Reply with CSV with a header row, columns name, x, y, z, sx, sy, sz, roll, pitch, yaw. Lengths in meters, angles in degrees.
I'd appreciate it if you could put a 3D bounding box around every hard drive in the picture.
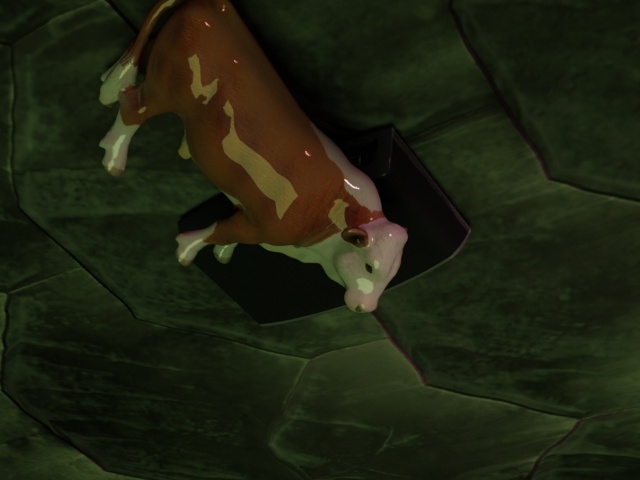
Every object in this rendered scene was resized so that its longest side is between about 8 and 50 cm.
name,x,y,z,sx,sy,sz,roll,pitch,yaw
hard drive,0.000,0.000,0.985,0.254,0.054,0.172,-22,130,27

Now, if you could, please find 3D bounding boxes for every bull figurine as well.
name,x,y,z,sx,sy,sz,roll,pitch,yaw
bull figurine,-0.061,-0.062,0.855,0.188,0.101,0.310,-26,105,26
